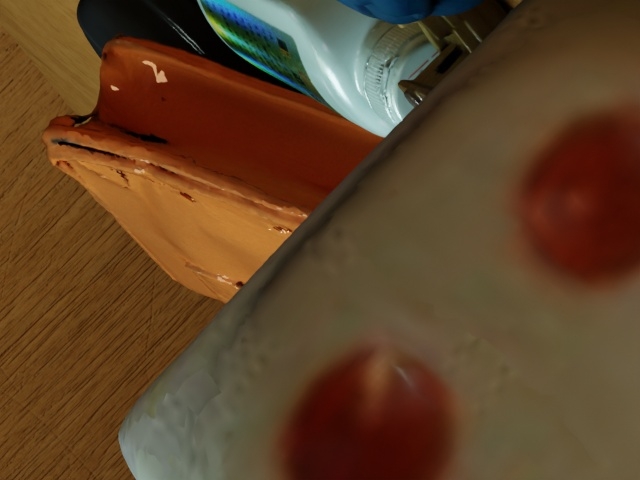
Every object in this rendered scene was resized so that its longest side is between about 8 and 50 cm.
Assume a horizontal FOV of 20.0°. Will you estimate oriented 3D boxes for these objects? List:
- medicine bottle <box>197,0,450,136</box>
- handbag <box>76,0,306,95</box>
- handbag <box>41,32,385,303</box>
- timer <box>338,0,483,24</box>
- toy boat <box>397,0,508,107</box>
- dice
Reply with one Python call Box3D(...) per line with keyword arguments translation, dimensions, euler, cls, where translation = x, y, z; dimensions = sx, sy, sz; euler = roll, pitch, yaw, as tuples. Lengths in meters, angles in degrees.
Box3D(translation=(0.011, -0.129, 1.147), dimensions=(0.121, 0.083, 0.229), euler=(49, 172, -37), cls="medicine bottle")
Box3D(translation=(-0.118, -0.155, 1.639), dimensions=(0.254, 0.093, 0.308), euler=(45, 172, -10), cls="handbag")
Box3D(translation=(0.000, 0.000, 1.407), dimensions=(0.410, 0.116, 0.303), euler=(21, 161, 34), cls="handbag")
Box3D(translation=(-0.053, -0.244, 0.791), dimensions=(0.309, 0.115, 0.340), euler=(40, 172, 50), cls="timer")
Box3D(translation=(0.087, -0.086, 1.026), dimensions=(0.206, 0.072, 0.064), euler=(50, 172, -28), cls="toy boat")
Box3D(translation=(0.100, 0.072, 0.844), dimensions=(0.277, 0.304, 0.304), euler=(46, 178, -2), cls="dice")
